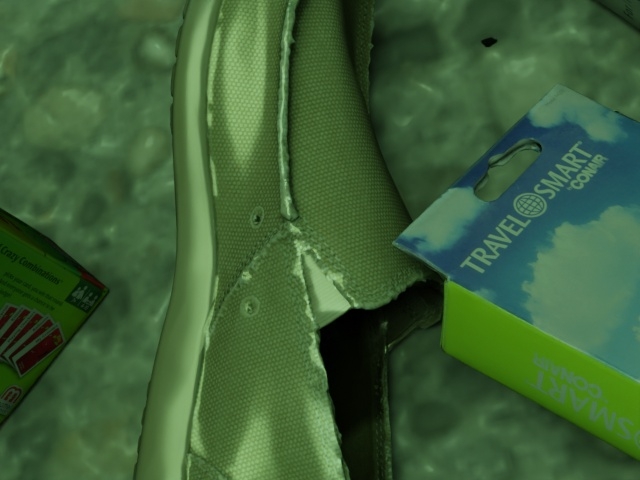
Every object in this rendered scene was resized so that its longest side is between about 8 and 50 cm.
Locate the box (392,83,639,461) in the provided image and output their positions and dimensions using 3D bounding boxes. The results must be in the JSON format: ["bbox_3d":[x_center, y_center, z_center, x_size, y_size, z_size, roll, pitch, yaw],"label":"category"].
[{"bbox_3d":[0.124,0.024,0.434,0.178,0.042,0.109,29,52,26],"label":"box"}]

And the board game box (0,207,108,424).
[{"bbox_3d":[-0.158,0.017,0.482,0.043,0.181,0.092,36,86,26],"label":"board game box"}]

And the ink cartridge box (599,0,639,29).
[{"bbox_3d":[0.171,-0.232,0.519,0.261,0.066,0.296,41,88,25],"label":"ink cartridge box"}]

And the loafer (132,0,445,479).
[{"bbox_3d":[0.000,0.000,0.485,0.092,0.102,0.269,3,82,19],"label":"loafer"}]
